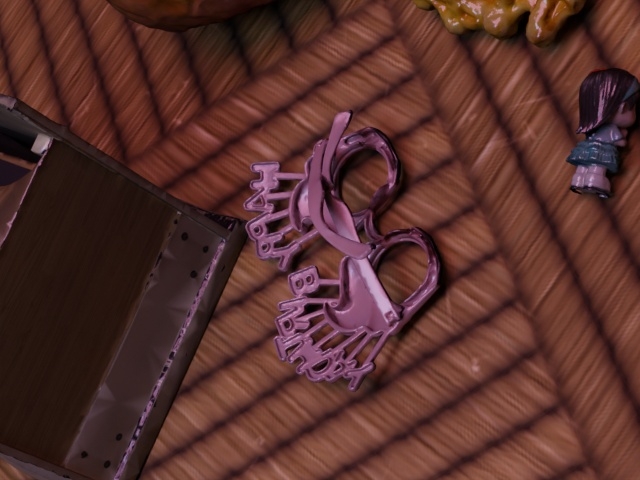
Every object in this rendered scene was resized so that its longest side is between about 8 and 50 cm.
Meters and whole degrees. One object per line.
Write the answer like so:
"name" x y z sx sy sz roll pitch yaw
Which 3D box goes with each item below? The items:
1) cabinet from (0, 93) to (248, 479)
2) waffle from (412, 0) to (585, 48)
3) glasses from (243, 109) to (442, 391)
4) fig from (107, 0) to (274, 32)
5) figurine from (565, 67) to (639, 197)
"cabinet" -0.285 0.034 1.600 0.227 0.318 0.290 19 81 38
"waffle" 0.158 -0.311 1.578 0.283 0.065 0.309 -24 79 31
"glasses" -0.001 0.006 1.568 0.162 0.095 0.255 -37 51 25
"fig" -0.137 -0.365 1.746 0.286 0.286 0.369 -47 29 8
"figurine" 0.223 -0.088 1.490 0.060 0.047 0.106 175 110 -72
